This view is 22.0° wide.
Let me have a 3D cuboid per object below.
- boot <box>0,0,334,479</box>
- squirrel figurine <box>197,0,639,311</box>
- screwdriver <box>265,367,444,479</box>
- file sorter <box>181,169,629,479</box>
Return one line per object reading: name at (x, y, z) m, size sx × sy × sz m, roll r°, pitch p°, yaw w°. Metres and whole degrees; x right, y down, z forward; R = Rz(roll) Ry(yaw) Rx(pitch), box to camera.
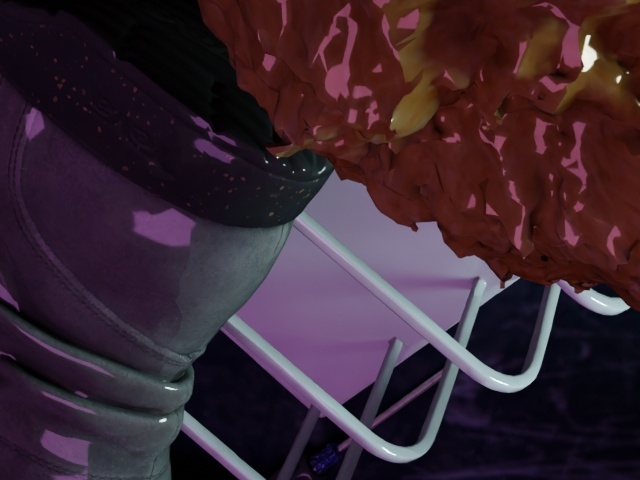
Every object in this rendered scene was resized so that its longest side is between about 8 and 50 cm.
boot at (-0.165, -0.046, 0.657) m, size 0.338 × 0.118 × 0.223 m, roll 43°, pitch 123°, yaw 19°
squirrel figurine at (0.124, -0.077, 0.533) m, size 0.281 × 0.397 × 0.370 m, roll -29°, pitch 122°, yaw 23°
screwdriver at (0.018, 0.108, 0.921) m, size 0.025 × 0.024 × 0.170 m, roll 21°, pitch 132°, yaw -31°
file sorter at (0.000, 0.000, 0.758) m, size 0.193 × 0.173 × 0.277 m, roll 42°, pitch 126°, yaw -11°
